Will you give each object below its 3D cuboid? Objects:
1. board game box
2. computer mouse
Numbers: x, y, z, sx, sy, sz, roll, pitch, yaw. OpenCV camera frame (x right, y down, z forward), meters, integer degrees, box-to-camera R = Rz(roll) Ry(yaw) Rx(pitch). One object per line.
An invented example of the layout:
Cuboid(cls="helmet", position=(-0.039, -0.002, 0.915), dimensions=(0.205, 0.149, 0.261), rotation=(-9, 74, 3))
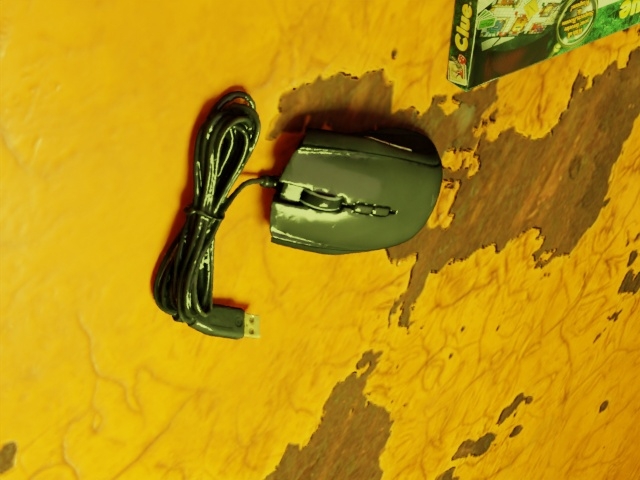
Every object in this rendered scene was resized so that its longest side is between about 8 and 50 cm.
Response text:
Cuboid(cls="board game box", position=(0.208, -0.220, 0.888), dimensions=(0.260, 0.030, 0.136), rotation=(-24, 131, -34))
Cuboid(cls="computer mouse", position=(0.000, 0.000, 0.806), dimensions=(0.262, 0.060, 0.184), rotation=(5, 113, -48))
